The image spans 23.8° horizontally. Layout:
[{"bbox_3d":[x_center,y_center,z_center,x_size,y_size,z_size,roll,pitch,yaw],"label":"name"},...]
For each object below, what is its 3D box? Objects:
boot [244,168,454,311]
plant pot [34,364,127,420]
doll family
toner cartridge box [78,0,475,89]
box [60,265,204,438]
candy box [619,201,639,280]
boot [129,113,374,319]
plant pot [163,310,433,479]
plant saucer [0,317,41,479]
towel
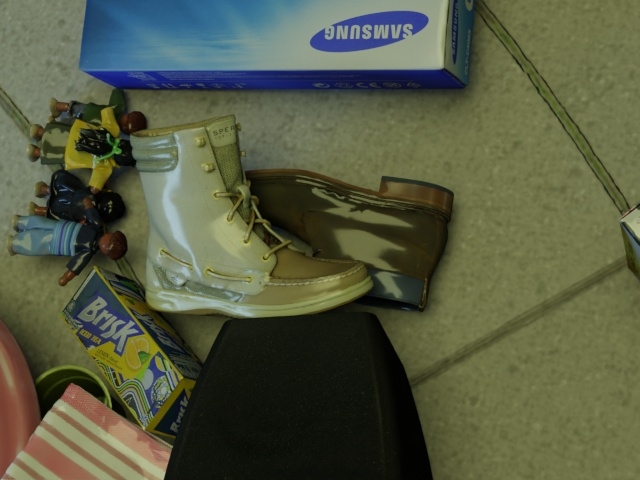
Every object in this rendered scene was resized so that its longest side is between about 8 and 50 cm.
[{"bbox_3d":[0.000,0.000,1.297,0.219,0.082,0.106,3,75,14],"label":"boot"},{"bbox_3d":[-0.204,0.155,1.313,0.083,0.079,0.083,-4,76,15],"label":"plant pot"},{"bbox_3d":[-0.212,-0.051,1.374,0.111,0.076,0.193,8,84,12],"label":"doll family"},{"bbox_3d":[-0.039,-0.220,1.339,0.347,0.075,0.165,2,83,22],"label":"toner cartridge box"},{"bbox_3d":[-0.154,0.095,1.293,0.059,0.054,0.169,-54,47,10],"label":"box"},{"bbox_3d":[0.327,0.069,1.151,0.071,0.159,0.233,-37,70,2],"label":"candy box"},{"bbox_3d":[-0.062,-0.022,1.255,0.213,0.077,0.165,0,102,29],"label":"boot"},{"bbox_3d":[-0.006,0.159,1.217,0.187,0.188,0.167,-4,62,14],"label":"plant pot"},{"bbox_3d":[-0.390,0.189,1.309,0.332,0.084,0.332,-5,80,30],"label":"plant saucer"},{"bbox_3d":[-0.196,0.226,1.208,0.144,0.029,0.197,31,63,5],"label":"towel"}]
